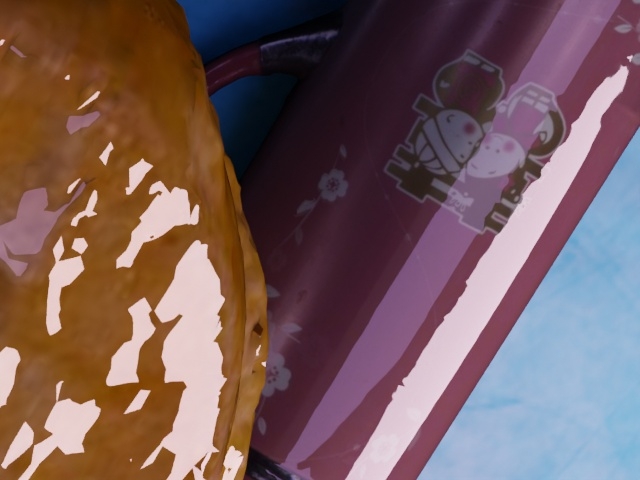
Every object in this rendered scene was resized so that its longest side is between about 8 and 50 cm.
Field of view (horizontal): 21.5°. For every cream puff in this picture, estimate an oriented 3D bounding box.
[{"bbox_3d":[-0.181,0.022,0.403,0.343,0.231,0.327,-17,125,-29],"label":"cream puff"}]

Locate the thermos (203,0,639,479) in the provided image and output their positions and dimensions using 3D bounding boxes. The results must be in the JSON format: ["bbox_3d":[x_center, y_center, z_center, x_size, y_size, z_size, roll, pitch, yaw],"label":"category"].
[{"bbox_3d":[0.006,0.004,0.575,0.136,0.109,0.330,26,99,-36],"label":"thermos"}]
